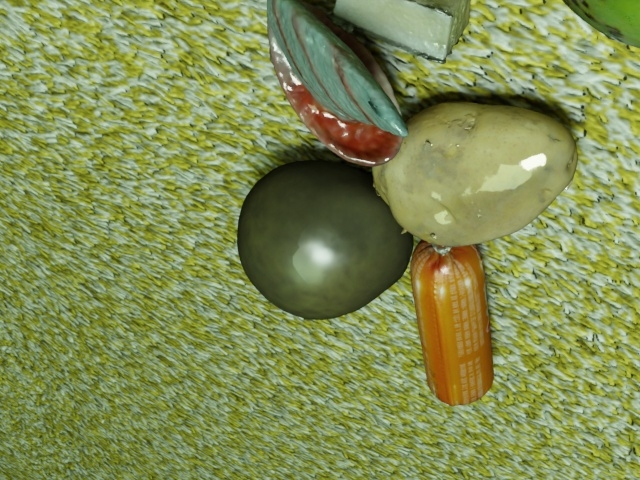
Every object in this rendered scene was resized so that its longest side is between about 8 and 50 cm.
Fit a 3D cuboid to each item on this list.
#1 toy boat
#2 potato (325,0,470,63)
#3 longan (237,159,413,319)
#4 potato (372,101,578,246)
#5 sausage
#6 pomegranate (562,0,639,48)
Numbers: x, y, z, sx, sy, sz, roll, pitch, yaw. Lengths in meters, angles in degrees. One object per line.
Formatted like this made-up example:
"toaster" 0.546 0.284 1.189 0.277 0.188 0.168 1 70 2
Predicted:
"toy boat" 0.019 -0.147 1.072 0.206 0.096 0.282 56 -179 -14
"potato" 0.075 -0.220 1.075 0.122 0.086 0.061 23 134 9
"longan" 0.000 0.000 1.339 0.212 0.198 0.198 0 140 40
"potato" 0.153 -0.063 1.190 0.235 0.128 0.161 6 141 31
"sausage" 0.163 0.086 1.433 0.093 0.093 0.312 12 144 21
"pomegranate" 0.275 -0.248 0.713 0.323 0.291 0.291 21 147 8
